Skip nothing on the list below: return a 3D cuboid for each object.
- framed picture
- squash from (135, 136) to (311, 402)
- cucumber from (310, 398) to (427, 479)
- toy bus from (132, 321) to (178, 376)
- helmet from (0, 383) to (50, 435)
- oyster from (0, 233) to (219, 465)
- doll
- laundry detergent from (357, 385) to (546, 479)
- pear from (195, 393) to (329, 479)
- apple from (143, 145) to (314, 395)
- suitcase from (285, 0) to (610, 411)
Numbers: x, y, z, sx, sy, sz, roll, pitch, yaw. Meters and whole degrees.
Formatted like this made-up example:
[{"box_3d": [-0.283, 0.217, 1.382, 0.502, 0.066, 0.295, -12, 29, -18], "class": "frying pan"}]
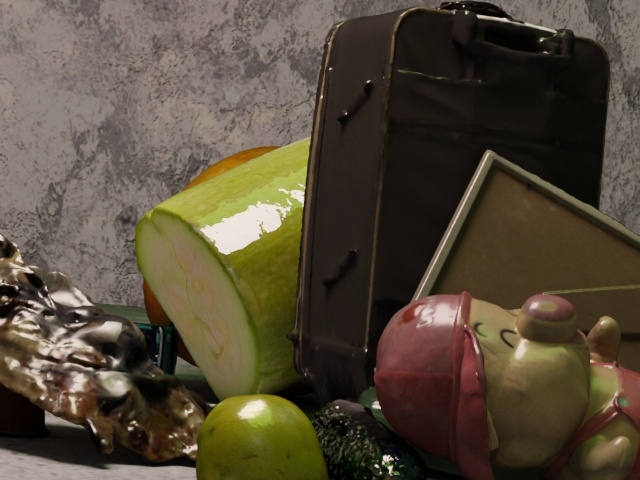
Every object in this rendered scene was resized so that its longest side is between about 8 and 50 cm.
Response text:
[{"box_3d": [0.233, 0.070, 1.675, 0.289, 0.211, 0.020, 29, -27, -3], "class": "framed picture"}, {"box_3d": [0.000, 0.000, 1.984, 0.309, 0.234, 0.210, -26, -15, -28], "class": "squash"}, {"box_3d": [0.041, 0.171, 1.444, 0.067, 0.067, 0.245, 6, 3, -13], "class": "cucumber"}, {"box_3d": [-0.234, 0.122, 2.053, 0.160, 0.079, 0.092, 5, 0, 19], "class": "toy bus"}, {"box_3d": [-0.284, 0.133, 1.611, 0.111, 0.057, 0.089, 7, 2, 14], "class": "helmet"}, {"box_3d": [-0.218, 0.083, 1.607, 0.361, 0.096, 0.221, 31, 0, 28], "class": "oyster"}, {"box_3d": [0.165, 0.119, 1.395, 0.256, 0.152, 0.196, 20, 0, -5], "class": "doll"}, {"box_3d": [0.137, 0.171, 1.589, 0.144, 0.078, 0.221, 9, 1, -38], "class": "laundry detergent"}, {"box_3d": [-0.039, 0.151, 1.255, 0.097, 0.092, 0.092, 27, 9, 23], "class": "pear"}, {"box_3d": [-0.051, 0.042, 2.162, 0.299, 0.275, 0.299, 25, -27, 14], "class": "apple"}, {"box_3d": [0.131, -0.015, 1.818, 0.283, 0.434, 0.194, 6, 0, -28], "class": "suitcase"}]
